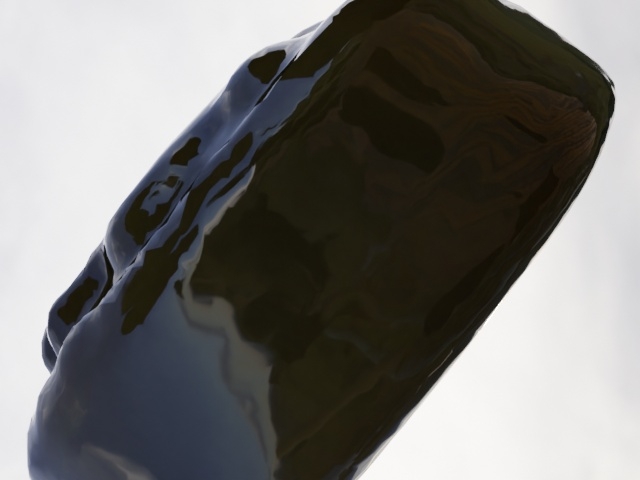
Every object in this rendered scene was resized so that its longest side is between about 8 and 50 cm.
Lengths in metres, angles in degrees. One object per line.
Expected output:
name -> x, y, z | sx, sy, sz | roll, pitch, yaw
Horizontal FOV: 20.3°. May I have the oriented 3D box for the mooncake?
mooncake -> 0.000, 0.000, 0.608 | 0.117, 0.235, 0.235 | 39, -147, 3
